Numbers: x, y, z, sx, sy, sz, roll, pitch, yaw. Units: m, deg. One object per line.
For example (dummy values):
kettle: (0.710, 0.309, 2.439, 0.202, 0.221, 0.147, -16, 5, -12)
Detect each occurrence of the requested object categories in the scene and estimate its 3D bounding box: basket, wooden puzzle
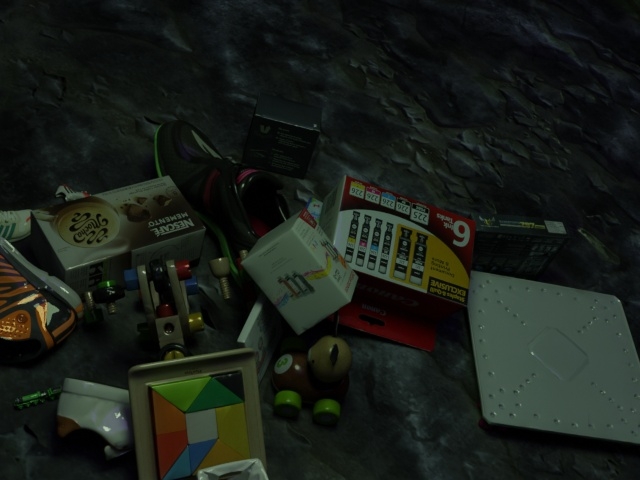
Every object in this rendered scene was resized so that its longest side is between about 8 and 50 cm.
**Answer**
basket: (-0.134, 0.454, 1.360, 0.113, 0.103, 0.167, -5, 50, -24)
wooden puzzle: (-0.199, 0.309, 1.409, 0.221, 0.044, 0.238, -6, 95, -25)

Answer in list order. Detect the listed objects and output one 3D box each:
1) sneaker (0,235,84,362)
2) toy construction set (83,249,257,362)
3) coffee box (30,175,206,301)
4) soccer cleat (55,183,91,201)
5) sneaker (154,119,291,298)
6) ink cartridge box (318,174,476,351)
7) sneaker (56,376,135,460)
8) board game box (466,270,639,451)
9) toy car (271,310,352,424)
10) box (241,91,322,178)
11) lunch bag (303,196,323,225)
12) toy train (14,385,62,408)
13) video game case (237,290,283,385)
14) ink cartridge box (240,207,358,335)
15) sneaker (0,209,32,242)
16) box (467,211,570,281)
sneaker: (-0.601, 0.098, 1.511, 0.321, 0.124, 0.180, 28, 44, 7)
toy construction set: (-0.236, 0.160, 1.548, 0.309, 0.257, 0.237, -10, 79, -32)
coffee box: (-0.400, -0.004, 1.681, 0.297, 0.118, 0.168, -18, 56, -32)
soccer cleat: (-0.520, -0.091, 1.787, 0.083, 0.029, 0.035, 23, 54, 7)
sneaker: (-0.173, -0.098, 1.776, 0.185, 0.202, 0.483, -15, 56, -49)
ink cartridge box: (0.146, 0.052, 1.743, 0.310, 0.130, 0.271, 18, 63, -15)
sneaker: (-0.307, 0.321, 1.449, 0.290, 0.106, 0.123, 15, 76, -15)
board game box: (0.500, 0.254, 1.812, 0.390, 0.050, 0.389, 10, 46, -11)
toy car: (-0.002, 0.221, 1.565, 0.149, 0.188, 0.155, 13, 45, -8)
box: (-0.091, -0.245, 1.990, 0.156, 0.158, 0.093, 14, 45, -8)
lunch bag: (0.000, 0.000, 1.846, 0.129, 0.096, 0.151, 26, 60, -1)
toy train: (-0.486, 0.270, 1.462, 0.083, 0.023, 0.017, -13, 54, -30)
video game case: (-0.112, 0.181, 1.597, 0.019, 0.143, 0.157, 8, 44, 17)
ink cartridge box: (-0.034, 0.057, 1.570, 0.176, 0.127, 0.128, 53, 20, -10)
sneaker: (-0.627, -0.034, 1.658, 0.161, 0.075, 0.057, -24, 60, -35)
box: (0.413, 0.022, 1.903, 0.233, 0.183, 0.059, 4, 49, -15)
